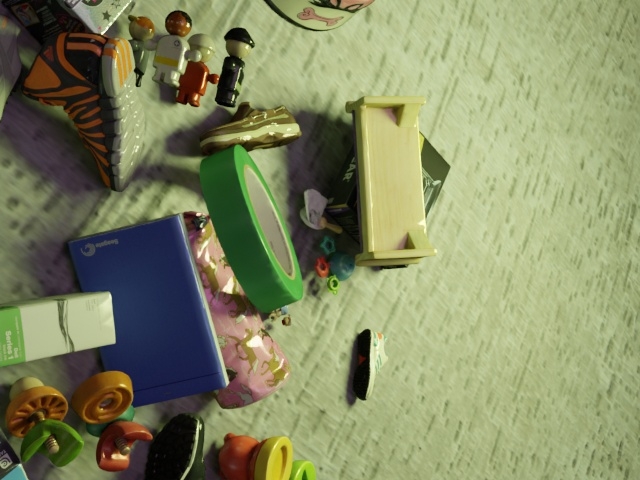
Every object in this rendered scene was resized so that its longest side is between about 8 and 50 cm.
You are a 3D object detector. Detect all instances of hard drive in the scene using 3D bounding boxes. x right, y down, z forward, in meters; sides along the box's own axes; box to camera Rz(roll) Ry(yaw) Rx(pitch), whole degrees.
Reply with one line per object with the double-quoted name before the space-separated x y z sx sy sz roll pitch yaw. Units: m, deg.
"hard drive" -0.305 0.129 1.788 0.040 0.210 0.319 -56 132 -78

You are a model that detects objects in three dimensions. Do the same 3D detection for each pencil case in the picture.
"pencil case" -0.200 0.134 1.913 0.160 0.167 0.386 -82 148 -70

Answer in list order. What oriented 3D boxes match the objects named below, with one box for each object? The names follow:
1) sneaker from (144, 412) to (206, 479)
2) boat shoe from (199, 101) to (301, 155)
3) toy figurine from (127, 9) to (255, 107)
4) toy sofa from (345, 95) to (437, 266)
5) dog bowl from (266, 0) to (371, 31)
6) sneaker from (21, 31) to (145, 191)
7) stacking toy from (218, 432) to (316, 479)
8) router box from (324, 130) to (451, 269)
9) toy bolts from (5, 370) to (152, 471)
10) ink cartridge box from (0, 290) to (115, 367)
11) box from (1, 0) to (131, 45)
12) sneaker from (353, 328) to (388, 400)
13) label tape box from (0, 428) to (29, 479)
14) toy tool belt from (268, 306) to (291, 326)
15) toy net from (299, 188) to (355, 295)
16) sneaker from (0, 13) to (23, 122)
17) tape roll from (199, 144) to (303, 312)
"sneaker" -0.256 0.464 1.872 0.124 0.107 0.283 24 76 -50
"boat shoe" -0.154 -0.233 2.051 0.257 0.095 0.095 -13 81 -50
"toy figurine" -0.252 -0.343 1.874 0.209 0.213 0.148 15 87 -37
"toy sofa" 0.140 -0.127 2.183 0.150 0.177 0.363 -3 87 -18
"dog bowl" 0.015 -0.678 2.211 0.408 0.150 0.408 6 81 -43
"sneaker" -0.415 -0.232 1.765 0.124 0.180 0.321 -71 169 -48
"stacking toy" -0.130 0.544 2.002 0.279 0.130 0.309 44 56 -63
"router box" 0.160 -0.126 2.335 0.243 0.081 0.309 44 57 -31
"toy bolts" -0.390 0.269 1.690 0.218 0.158 0.228 -46 142 11
"ink cartridge box" -0.470 0.144 1.645 0.219 0.160 0.093 -8 92 -44
"box" -0.405 -0.464 1.771 0.142 0.163 0.247 48 56 -29
"sneaker" 0.122 0.284 2.270 0.075 0.057 0.161 16 71 -36
"label tape box" -0.622 0.323 1.515 0.249 0.115 0.348 -39 115 -39
"toy tool belt" -0.095 0.143 2.091 0.051 0.052 0.083 -14 92 -13
"toy net" 0.000 0.000 2.197 0.122 0.045 0.232 -40 111 -37
"sneaker" -0.543 -0.253 1.664 0.108 0.100 0.271 12 77 -48
"tape roll" -0.129 -0.022 1.920 0.321 0.077 0.321 -23 90 -82
